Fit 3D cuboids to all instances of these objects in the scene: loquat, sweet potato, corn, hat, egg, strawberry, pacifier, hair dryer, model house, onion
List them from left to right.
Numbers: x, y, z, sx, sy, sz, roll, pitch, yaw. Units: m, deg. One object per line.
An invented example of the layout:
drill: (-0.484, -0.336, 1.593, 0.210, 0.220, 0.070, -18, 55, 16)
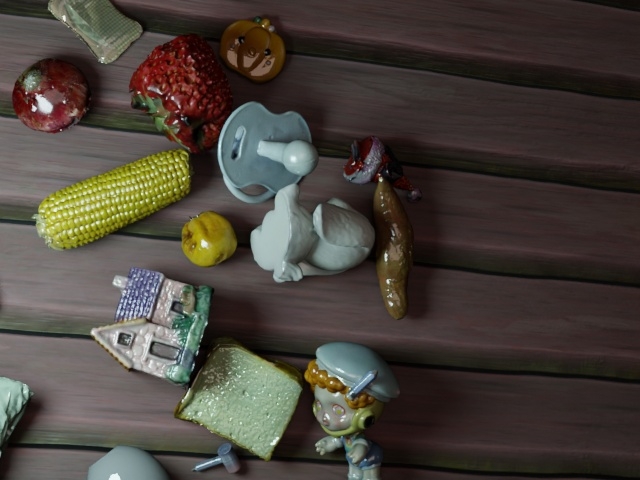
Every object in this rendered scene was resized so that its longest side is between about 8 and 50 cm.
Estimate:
onion: (-0.623, -0.338, 1.864, 0.183, 0.147, 0.184, -1, 80, 4)
corn: (-0.465, -0.095, 1.869, 0.387, 0.144, 0.144, -23, 89, -10)
egg: (-0.410, 0.566, 1.792, 0.176, 0.176, 0.232, -34, 89, -11)
model house: (-0.381, 0.188, 1.822, 0.237, 0.202, 0.237, 17, 82, -9)
strawberry: (-0.299, -0.346, 1.868, 0.261, 0.261, 0.258, 44, 76, -3)
loquat: (-0.263, -0.004, 1.911, 0.137, 0.113, 0.137, -3, 72, 9)
hair dryer: (-0.248, 0.521, 1.897, 0.114, 0.037, 0.063, -20, 114, 5)
pacifier: (-0.100, -0.192, 1.882, 0.287, 0.225, 0.239, 11, 94, -45)
hat: (0.164, -0.160, 2.000, 0.227, 0.140, 0.129, 31, 95, -18)
sweet potato: (0.180, 0.014, 1.987, 0.095, 0.106, 0.355, -3, 99, 21)

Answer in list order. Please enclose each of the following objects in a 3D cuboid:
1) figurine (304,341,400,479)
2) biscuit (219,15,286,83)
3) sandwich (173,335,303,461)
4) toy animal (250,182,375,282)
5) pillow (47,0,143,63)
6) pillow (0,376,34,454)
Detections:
figurine: (0.080, 0.420, 1.922, 0.205, 0.224, 0.382, -13, 112, -32)
biscuit: (-0.161, -0.477, 2.005, 0.170, 0.050, 0.170, 1, 84, -11)
sandwich: (-0.184, 0.361, 1.896, 0.251, 0.087, 0.226, 26, 89, -8)
toy animal: (0.000, 0.000, 1.915, 0.265, 0.272, 0.206, 3, 54, -31)
pillow: (-0.542, -0.532, 1.954, 0.211, 0.034, 0.135, 44, 81, -1)
pillow: (-0.801, 0.390, 1.749, 0.309, 0.138, 0.284, 17, 92, -12)
